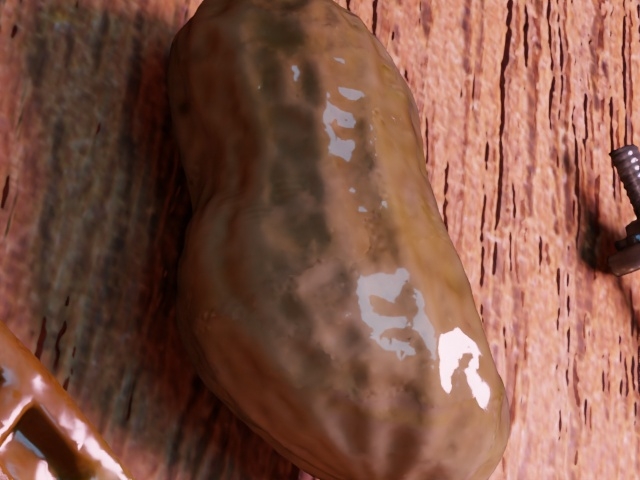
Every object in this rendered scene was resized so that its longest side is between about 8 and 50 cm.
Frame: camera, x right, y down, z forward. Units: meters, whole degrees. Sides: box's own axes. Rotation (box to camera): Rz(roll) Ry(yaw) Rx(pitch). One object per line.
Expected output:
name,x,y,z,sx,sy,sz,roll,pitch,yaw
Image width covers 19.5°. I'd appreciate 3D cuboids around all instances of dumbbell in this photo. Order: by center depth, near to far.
dumbbell,0.250,0.055,1.234,0.081,0.081,0.254,-19,86,-49

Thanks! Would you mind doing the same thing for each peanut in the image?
peanut,-0.004,0.003,0.951,0.159,0.143,0.291,3,66,-56

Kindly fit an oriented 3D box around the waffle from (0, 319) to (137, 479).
waffle,-0.204,0.104,0.734,0.328,0.098,0.224,49,45,-15
